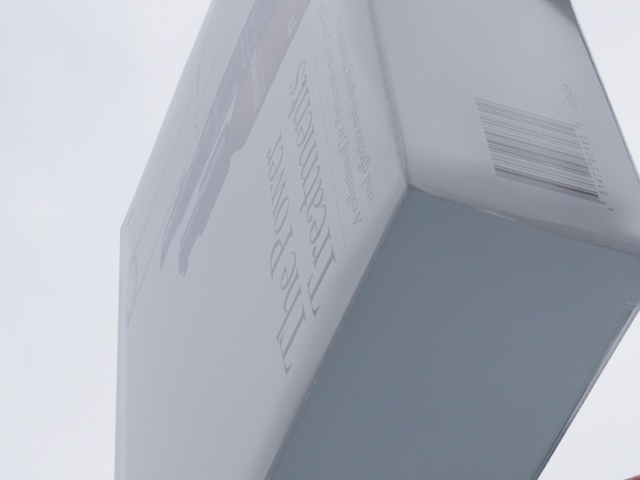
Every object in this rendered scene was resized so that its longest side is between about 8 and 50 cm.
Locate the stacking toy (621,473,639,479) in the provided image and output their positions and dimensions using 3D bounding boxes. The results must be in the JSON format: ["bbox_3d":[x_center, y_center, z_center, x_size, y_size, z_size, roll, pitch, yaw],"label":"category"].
[{"bbox_3d":[0.213,0.223,0.696,0.279,0.130,0.309,-23,-63,29],"label":"stacking toy"}]

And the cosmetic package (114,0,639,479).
[{"bbox_3d":[0.000,0.000,0.783,0.097,0.377,0.284,14,-59,-14],"label":"cosmetic package"}]
